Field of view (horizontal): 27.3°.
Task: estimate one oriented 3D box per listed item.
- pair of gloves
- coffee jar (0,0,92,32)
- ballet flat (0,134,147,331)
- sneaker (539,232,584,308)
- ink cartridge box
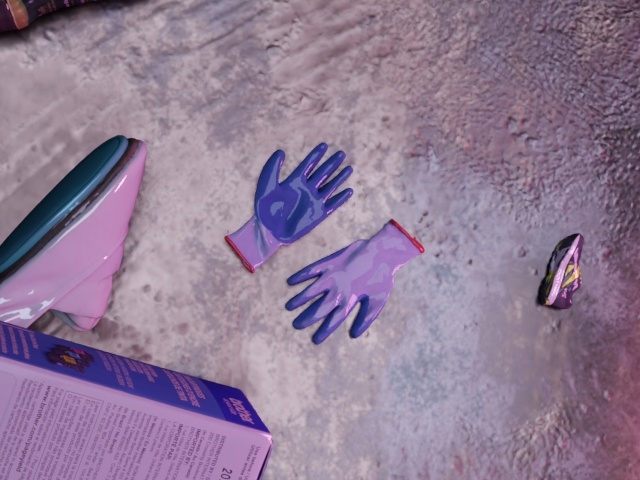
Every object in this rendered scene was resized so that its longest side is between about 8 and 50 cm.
[{"bbox_3d":[0.000,0.000,1.352,0.159,0.023,0.198,-42,91,-10],"label":"pair of gloves"},{"bbox_3d":[-0.265,-0.275,1.321,0.184,0.079,0.096,-20,87,-7],"label":"coffee jar"},{"bbox_3d":[-0.293,0.069,1.272,0.400,0.139,0.139,-43,90,-4],"label":"ballet flat"},{"bbox_3d":[0.258,0.033,1.375,0.035,0.031,0.083,26,86,-17],"label":"sneaker"},{"bbox_3d":[-0.220,0.239,1.186,0.395,0.151,0.270,19,97,-17],"label":"ink cartridge box"}]
